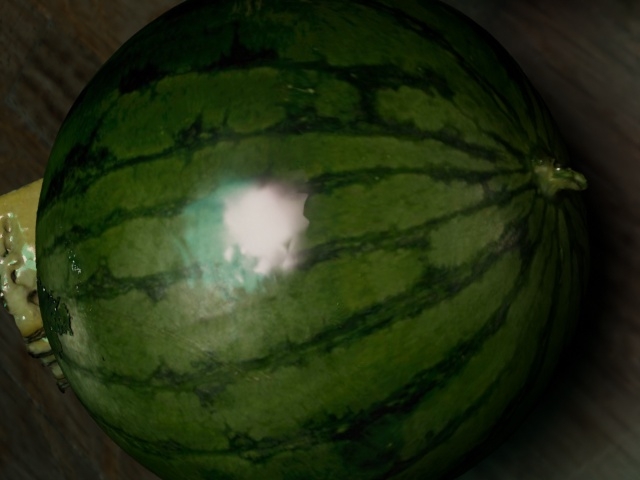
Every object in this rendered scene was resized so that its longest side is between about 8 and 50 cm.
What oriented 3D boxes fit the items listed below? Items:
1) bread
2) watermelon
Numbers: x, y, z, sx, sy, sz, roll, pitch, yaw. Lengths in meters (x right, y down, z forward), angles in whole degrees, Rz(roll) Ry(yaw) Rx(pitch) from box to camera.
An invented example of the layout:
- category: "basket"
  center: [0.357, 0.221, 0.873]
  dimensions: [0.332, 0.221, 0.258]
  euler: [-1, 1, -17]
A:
- category: "bread"
  center: [-0.114, 0.012, 0.805]
  dimensions: [0.110, 0.156, 0.103]
  euler: [-24, 79, -5]
- category: "watermelon"
  center: [-0.004, 0.001, 0.651]
  dimensions: [0.242, 0.242, 0.242]
  euler: [-3, 85, 32]
